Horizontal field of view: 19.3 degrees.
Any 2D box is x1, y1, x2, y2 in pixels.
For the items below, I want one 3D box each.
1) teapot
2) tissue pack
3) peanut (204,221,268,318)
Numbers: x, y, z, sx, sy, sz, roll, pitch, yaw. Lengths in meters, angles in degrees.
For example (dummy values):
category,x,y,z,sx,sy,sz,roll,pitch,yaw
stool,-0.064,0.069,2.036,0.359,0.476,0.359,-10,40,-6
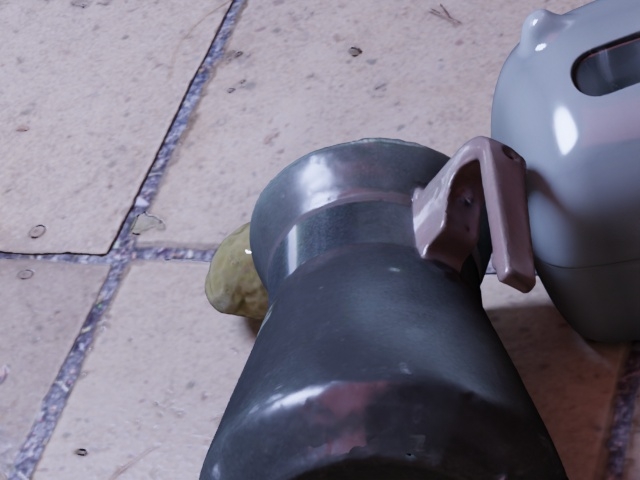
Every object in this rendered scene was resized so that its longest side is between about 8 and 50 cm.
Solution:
category,x,y,z,sx,sy,sz,roll,pitch,yaw
teapot,0.052,0.088,1.355,0.300,0.253,0.344,-49,26,32
tissue pack,0.300,-0.085,1.440,0.333,0.236,0.229,-18,44,6
peanut,0.000,0.000,1.588,0.214,0.090,0.099,-27,55,-5
